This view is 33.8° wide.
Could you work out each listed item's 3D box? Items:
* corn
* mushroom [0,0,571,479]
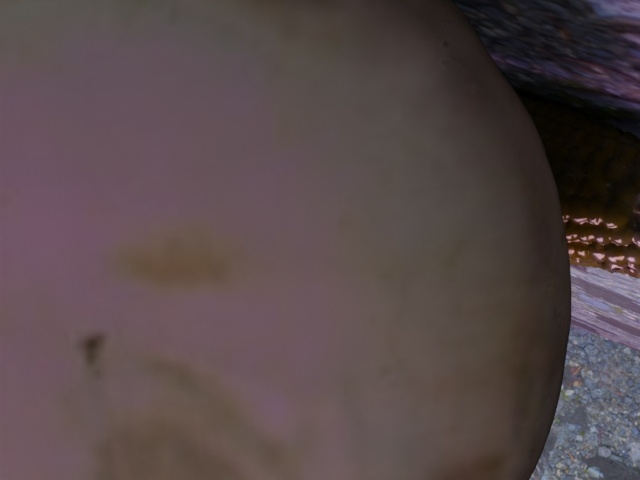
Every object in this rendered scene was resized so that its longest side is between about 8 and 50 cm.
[{"bbox_3d":[0.059,-0.054,0.611,0.320,0.097,0.097,20,177,33],"label":"corn"},{"bbox_3d":[-0.067,0.038,0.482,0.325,0.353,0.353,48,-174,18],"label":"mushroom"}]
